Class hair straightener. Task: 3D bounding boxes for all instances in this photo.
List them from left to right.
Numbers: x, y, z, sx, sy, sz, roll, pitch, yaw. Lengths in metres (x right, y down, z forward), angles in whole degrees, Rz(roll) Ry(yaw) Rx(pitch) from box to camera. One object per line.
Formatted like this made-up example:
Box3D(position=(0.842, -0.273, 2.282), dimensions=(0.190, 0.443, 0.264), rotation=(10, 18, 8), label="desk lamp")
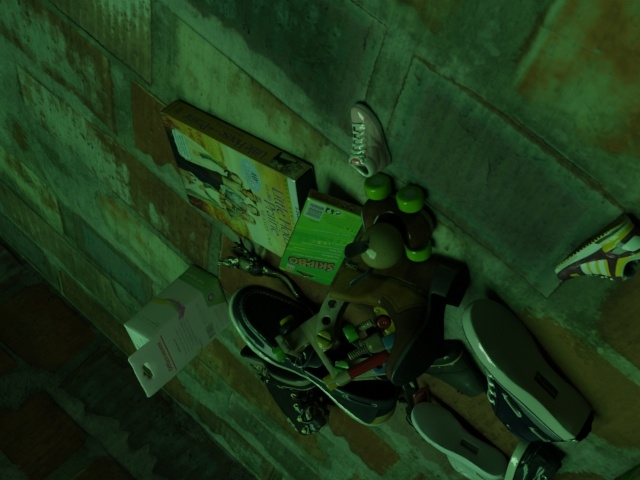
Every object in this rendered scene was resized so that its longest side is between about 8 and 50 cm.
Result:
Box3D(position=(0.237, 0.414, 2.100), dimensions=(0.089, 0.047, 0.230), rotation=(39, 159, 42), label="hair straightener")

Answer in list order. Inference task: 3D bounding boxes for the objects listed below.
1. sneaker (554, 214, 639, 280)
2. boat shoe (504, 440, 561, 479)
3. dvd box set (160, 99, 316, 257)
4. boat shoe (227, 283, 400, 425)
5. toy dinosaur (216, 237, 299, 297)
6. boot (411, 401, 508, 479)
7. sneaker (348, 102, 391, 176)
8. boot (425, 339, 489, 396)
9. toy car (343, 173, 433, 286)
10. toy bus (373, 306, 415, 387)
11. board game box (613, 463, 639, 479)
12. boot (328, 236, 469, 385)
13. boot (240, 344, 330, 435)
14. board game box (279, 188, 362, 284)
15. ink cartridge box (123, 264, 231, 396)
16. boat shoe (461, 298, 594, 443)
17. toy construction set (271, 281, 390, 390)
Box3D(position=(0.433, 0.036, 1.299), dimensions=(0.084, 0.069, 0.185), rotation=(49, 153, 7), label="sneaker")
Box3D(position=(0.468, 0.576, 1.880), dimensions=(0.113, 0.127, 0.340), rotation=(25, 128, 29), label="boat shoe")
Box3D(position=(-0.173, -0.121, 1.939), dimensions=(0.420, 0.062, 0.307), rotation=(29, 148, 30), label="dvd box set")
Box3D(position=(-0.008, 0.265, 2.091), dimensions=(0.500, 0.187, 0.156), rotation=(37, 149, 5), label="boat shoe")
Box3D(position=(-0.170, 0.063, 2.177), dimensions=(0.268, 0.064, 0.118), rotation=(22, 157, 34), label="toy dinosaur")
Box3D(position=(0.314, 0.493, 2.018), dimensions=(0.258, 0.095, 0.123), rotation=(37, 150, 9), label="boot")
Box3D(position=(0.077, -0.175, 1.518), dimensions=(0.051, 0.070, 0.134), rotation=(12, 136, 50), label="sneaker")
Box3D(position=(0.268, 0.296, 1.864), dimensions=(0.137, 0.077, 0.198), rotation=(48, 154, -14), label="boot")
Box3D(position=(0.105, -0.001, 1.575), dimensions=(0.149, 0.188, 0.155), rotation=(24, 144, 36), label="toy car")
Box3D(position=(0.186, 0.184, 1.776), dimensions=(0.191, 0.104, 0.202), rotation=(68, -172, 30), label="toy bus")
Box3D(position=(0.598, 0.480, 1.620), dimensions=(0.043, 0.092, 0.181), rotation=(40, 151, 14), label="board game box")
Box3D(position=(0.117, 0.129, 1.660), dimensions=(0.280, 0.264, 0.096), rotation=(16, 167, 42), label="boot")
Box3D(position=(-0.060, 0.421, 2.399), dimensions=(0.377, 0.138, 0.284), rotation=(5, 130, 57), label="boot")
Box3D(position=(0.000, 0.000, 1.796), dimensions=(0.124, 0.039, 0.259), rotation=(20, 138, -4), label="board game box")
Box3D(position=(-0.438, 0.264, 2.487), dimensions=(0.119, 0.353, 0.207), rotation=(26, 145, 33), label="ink cartridge box")
Box3D(position=(0.358, 0.266, 1.633), dimensions=(0.340, 0.127, 0.158), rotation=(49, 144, -6), label="boat shoe")
Box3D(position=(0.021, 0.246, 1.841), dimensions=(0.257, 0.237, 0.309), rotation=(62, -178, -8), label="toy construction set")
